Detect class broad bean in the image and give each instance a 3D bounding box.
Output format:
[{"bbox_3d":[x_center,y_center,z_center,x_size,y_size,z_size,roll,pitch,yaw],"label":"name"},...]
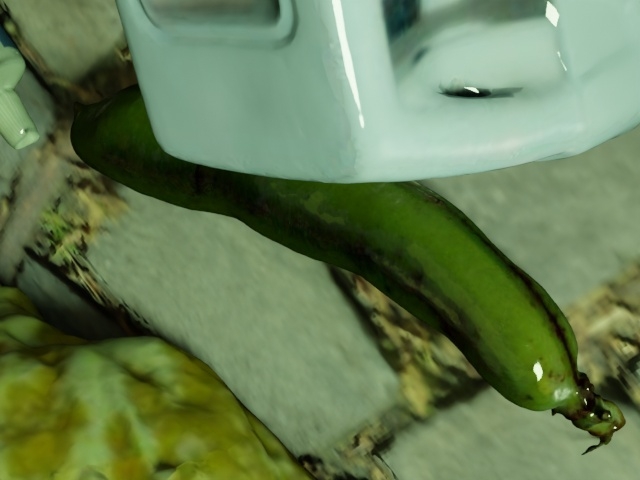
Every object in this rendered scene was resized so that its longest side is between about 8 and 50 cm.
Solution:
[{"bbox_3d":[0.001,-0.003,0.519,0.226,0.039,0.069,33,141,23],"label":"broad bean"}]

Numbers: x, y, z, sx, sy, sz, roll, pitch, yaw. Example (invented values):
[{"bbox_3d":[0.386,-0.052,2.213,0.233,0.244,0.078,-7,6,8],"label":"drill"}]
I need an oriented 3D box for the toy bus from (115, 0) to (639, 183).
[{"bbox_3d":[0.000,-0.166,0.335,0.109,0.136,0.330,8,120,43],"label":"toy bus"}]

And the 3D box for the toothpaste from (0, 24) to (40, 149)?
[{"bbox_3d":[-0.164,-0.116,0.604,0.197,0.034,0.057,55,149,7],"label":"toothpaste"}]

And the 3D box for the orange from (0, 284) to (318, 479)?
[{"bbox_3d":[-0.141,0.162,0.630,0.368,0.210,0.271,13,103,35],"label":"orange"}]
